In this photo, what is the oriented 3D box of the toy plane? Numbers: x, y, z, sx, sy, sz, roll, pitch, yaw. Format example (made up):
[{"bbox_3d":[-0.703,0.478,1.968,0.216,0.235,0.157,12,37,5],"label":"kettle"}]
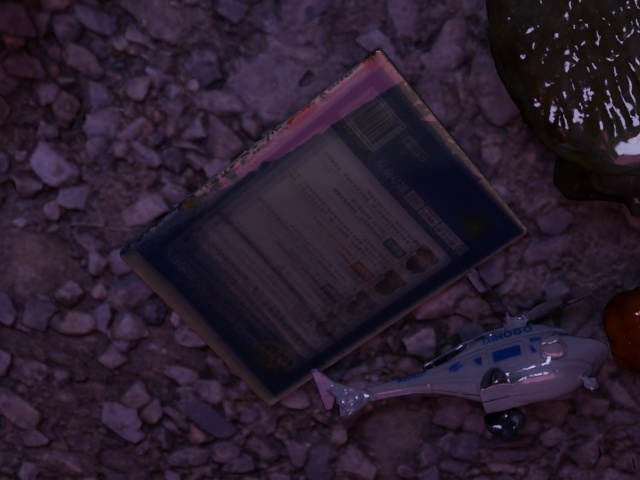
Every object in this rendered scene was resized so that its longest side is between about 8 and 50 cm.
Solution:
[{"bbox_3d":[0.129,0.122,1.024,0.273,0.107,0.182,-1,129,-3],"label":"toy plane"}]

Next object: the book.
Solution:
[{"bbox_3d":[0.000,0.000,1.025,0.322,0.018,0.228,-35,109,19],"label":"book"}]

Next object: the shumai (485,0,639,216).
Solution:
[{"bbox_3d":[0.253,-0.163,0.879,0.222,0.203,0.272,21,92,24],"label":"shumai"}]

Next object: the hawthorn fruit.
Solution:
[{"bbox_3d":[0.309,0.081,1.011,0.093,0.093,0.093,1,117,3],"label":"hawthorn fruit"}]
